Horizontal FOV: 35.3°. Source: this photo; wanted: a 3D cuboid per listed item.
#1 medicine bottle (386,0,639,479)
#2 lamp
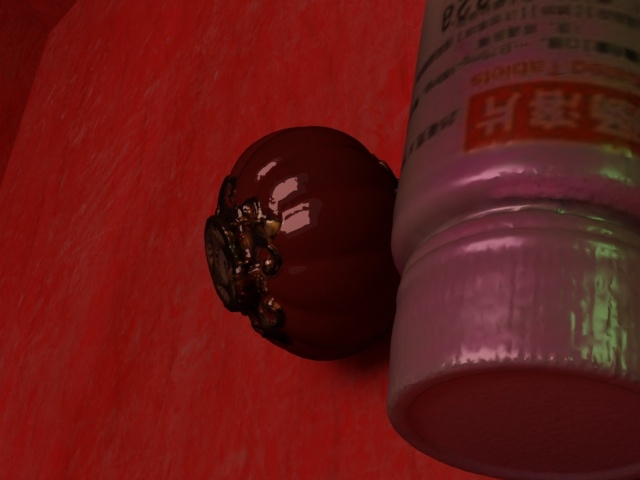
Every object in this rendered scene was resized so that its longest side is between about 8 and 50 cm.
[{"bbox_3d":[0.164,-0.041,0.728,0.219,0.219,0.389,-25,43,44],"label":"medicine bottle"},{"bbox_3d":[0.000,0.000,0.958,0.227,0.226,0.227,-37,36,33],"label":"lamp"}]
